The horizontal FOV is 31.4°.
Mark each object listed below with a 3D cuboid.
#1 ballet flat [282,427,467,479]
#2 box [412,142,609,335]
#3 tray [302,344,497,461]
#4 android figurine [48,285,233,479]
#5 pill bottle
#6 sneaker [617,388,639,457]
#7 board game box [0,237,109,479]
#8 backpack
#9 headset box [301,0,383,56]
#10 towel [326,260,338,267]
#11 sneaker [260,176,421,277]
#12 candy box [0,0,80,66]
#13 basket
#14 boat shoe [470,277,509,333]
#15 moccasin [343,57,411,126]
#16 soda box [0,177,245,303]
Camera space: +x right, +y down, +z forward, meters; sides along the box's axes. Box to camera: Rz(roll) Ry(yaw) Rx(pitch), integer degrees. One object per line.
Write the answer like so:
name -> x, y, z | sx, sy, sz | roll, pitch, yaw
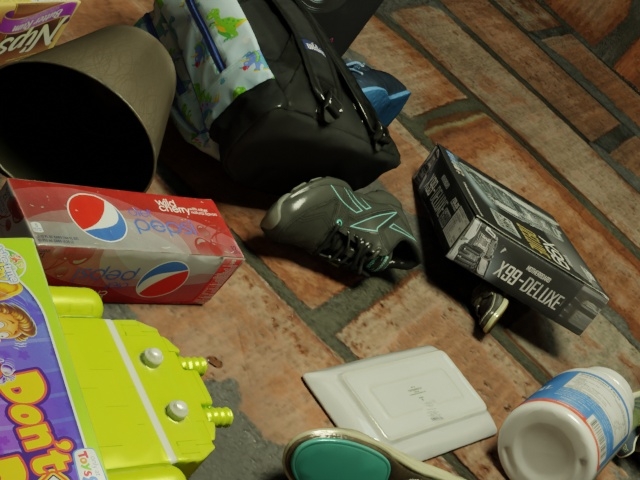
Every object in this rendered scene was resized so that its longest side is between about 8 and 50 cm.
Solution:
ballet flat -> 0.059, 0.243, 1.166 | 0.248, 0.086, 0.086 | 27, 31, -24
box -> 0.275, -0.008, 1.705 | 0.242, 0.076, 0.307 | 30, 18, -16
tray -> 0.106, 0.186, 1.336 | 0.270, 0.030, 0.145 | -5, 52, -52
android figurine -> -0.199, 0.142, 1.018 | 0.273, 0.056, 0.248 | 6, 42, -43
pill bottle -> 0.316, 0.230, 1.420 | 0.124, 0.124, 0.221 | 48, 29, 15
sneaker -> 0.442, 0.259, 1.600 | 0.192, 0.064, 0.086 | 0, 59, -53
board game box -> -0.288, 0.150, 0.817 | 0.233, 0.078, 0.347 | -1, 48, -32
backpack -> -0.092, -0.226, 1.483 | 0.290, 0.273, 0.355 | 14, 53, -54
headset box -> 0.007, -0.492, 1.925 | 0.246, 0.283, 0.131 | 19, 34, -34
towel -> 0.000, 0.000, 1.498 | 0.083, 0.009, 0.060 | 40, 28, 2
sneaker -> 0.037, -0.013, 1.445 | 0.267, 0.101, 0.106 | 0, 50, -49
candy box -> -0.375, -0.247, 1.310 | 0.053, 0.109, 0.187 | 47, 29, 13
basket -> -0.253, -0.154, 1.286 | 0.204, 0.154, 0.227 | 27, 26, -5
boat shoe -> 0.235, 0.086, 1.611 | 0.049, 0.056, 0.152 | 35, 19, 2
moccasin -> 0.034, -0.213, 1.749 | 0.117, 0.137, 0.342 | 39, 14, 9
soda box -> -0.211, 0.006, 1.166 | 0.263, 0.083, 0.092 | 6, 44, -47
